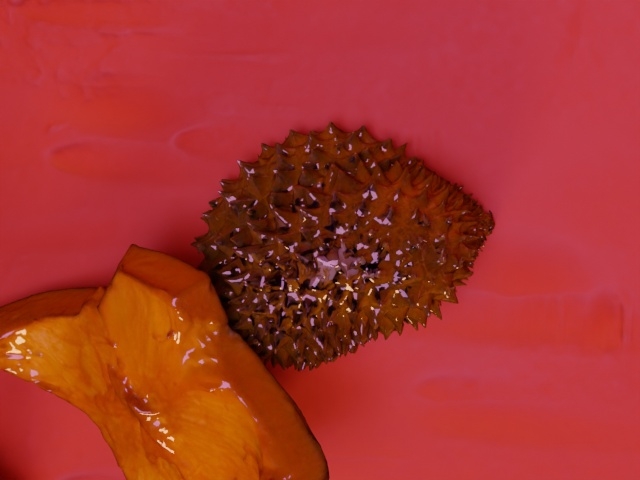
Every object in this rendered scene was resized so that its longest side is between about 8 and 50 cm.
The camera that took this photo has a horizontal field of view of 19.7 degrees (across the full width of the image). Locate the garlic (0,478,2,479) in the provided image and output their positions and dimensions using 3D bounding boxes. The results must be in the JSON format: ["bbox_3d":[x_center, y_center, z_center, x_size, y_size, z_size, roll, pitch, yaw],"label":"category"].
[{"bbox_3d":[-0.347,0.227,1.541,0.199,0.226,0.199,4,63,-8],"label":"garlic"}]

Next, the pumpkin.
[{"bbox_3d":[-0.144,0.126,1.519,0.290,0.095,0.258,51,135,-1],"label":"pumpkin"}]

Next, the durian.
[{"bbox_3d":[0.000,0.008,1.480,0.249,0.138,0.183,-22,105,21],"label":"durian"}]
